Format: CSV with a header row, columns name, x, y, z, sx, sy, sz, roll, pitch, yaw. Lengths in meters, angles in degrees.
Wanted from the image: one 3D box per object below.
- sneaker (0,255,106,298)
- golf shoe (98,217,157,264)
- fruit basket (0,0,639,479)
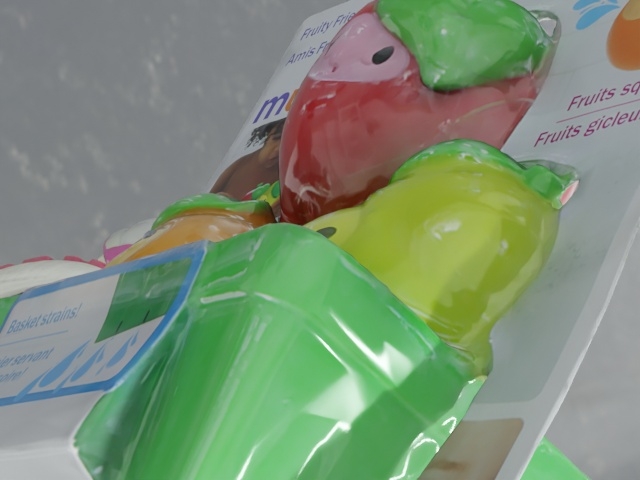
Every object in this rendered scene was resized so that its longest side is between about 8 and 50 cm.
name,x,y,z,sx,sy,sz,roll,pitch,yaw
sneaker,-0.214,0.122,1.026,0.299,0.112,0.121,-34,119,-4
golf shoe,-0.055,0.018,1.358,0.140,0.115,0.306,-34,167,12
fruit basket,0.000,0.000,0.682,0.165,0.353,0.327,37,153,-25
